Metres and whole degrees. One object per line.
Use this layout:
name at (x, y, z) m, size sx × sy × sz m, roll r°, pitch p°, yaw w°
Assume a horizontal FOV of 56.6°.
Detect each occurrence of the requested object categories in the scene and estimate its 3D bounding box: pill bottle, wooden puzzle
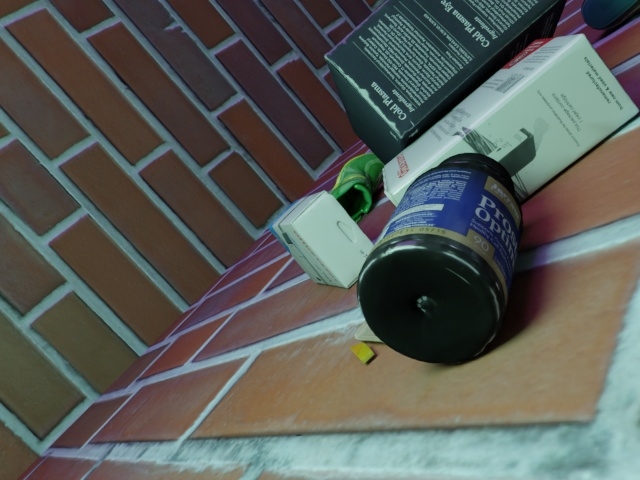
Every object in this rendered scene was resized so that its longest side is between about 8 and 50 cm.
pill bottle at (0.122, 0.001, 0.558) m, size 0.123 × 0.123 × 0.219 m, roll -34°, pitch 12°, yaw 37°
wooden puzzle at (0.076, 0.091, 0.670) m, size 0.116 × 0.014 × 0.078 m, roll -44°, pitch 14°, yaw -14°

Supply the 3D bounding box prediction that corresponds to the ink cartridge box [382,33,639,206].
ink cartridge box at (0.219, -0.123, 0.758) m, size 0.273 × 0.114 × 0.197 m, roll -39°, pitch 10°, yaw 14°

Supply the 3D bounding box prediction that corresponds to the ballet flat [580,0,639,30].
ballet flat at (0.569, -0.462, 0.956) m, size 0.106 × 0.107 × 0.316 m, roll -31°, pitch 3°, yaw -35°

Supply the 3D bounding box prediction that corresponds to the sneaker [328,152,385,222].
sneaker at (0.077, -0.096, 1.315) m, size 0.123 × 0.109 × 0.295 m, roll 1°, pitch 36°, yaw 41°

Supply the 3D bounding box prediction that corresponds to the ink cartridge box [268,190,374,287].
ink cartridge box at (0.000, 0.000, 0.991) m, size 0.082 × 0.139 × 0.190 m, roll -42°, pitch 9°, yaw -11°

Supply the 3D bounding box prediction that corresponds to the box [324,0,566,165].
box at (0.202, -0.279, 0.989) m, size 0.312 × 0.179 × 0.343 m, roll -42°, pitch -14°, yaw 2°
